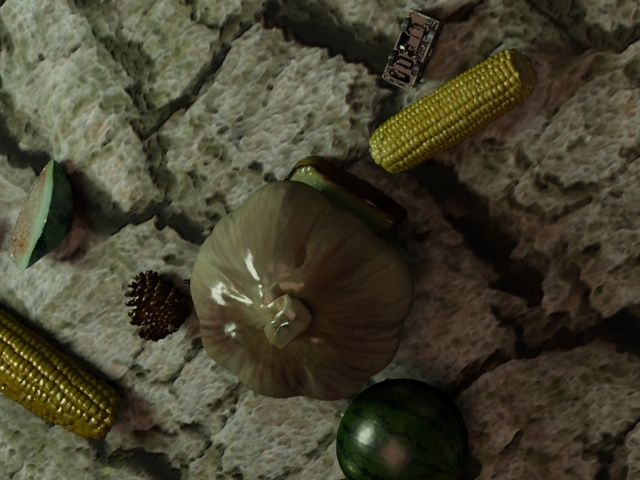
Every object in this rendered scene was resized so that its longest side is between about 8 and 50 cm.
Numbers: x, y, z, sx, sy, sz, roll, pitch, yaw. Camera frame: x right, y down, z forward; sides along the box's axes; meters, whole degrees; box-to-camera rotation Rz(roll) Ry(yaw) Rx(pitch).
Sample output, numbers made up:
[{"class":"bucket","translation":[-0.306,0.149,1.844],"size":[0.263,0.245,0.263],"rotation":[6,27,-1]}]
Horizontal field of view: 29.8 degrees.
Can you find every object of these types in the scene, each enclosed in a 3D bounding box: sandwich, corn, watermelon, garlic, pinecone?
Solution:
[{"class":"sandwich","translation":[0.000,0.000,1.767],"size":[0.186,0.065,0.215],"rotation":[31,114,9]},{"class":"corn","translation":[-0.487,0.207,1.974],"size":[0.363,0.120,0.120],"rotation":[32,114,7]},{"class":"watermelon","translation":[-0.442,-0.041,1.912],"size":[0.094,0.081,0.180],"rotation":[34,99,24]},{"class":"watermelon","translation":[0.108,0.289,1.754],"size":[0.214,0.188,0.188],"rotation":[26,114,24]},{"class":"garlic","translation":[-0.032,0.080,1.657],"size":[0.322,0.241,0.322],"rotation":[23,129,31]},{"class":"corn","translation":[0.178,-0.173,1.641],"size":[0.248,0.081,0.081],"rotation":[-30,95,25]},{"class":"pinecone","translation":[-0.256,0.098,1.875],"size":[0.102,0.102,0.109],"rotation":[-27,86,25]}]

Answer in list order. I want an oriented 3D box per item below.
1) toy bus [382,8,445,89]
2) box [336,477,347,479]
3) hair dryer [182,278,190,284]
[{"class":"toy bus","translation":[0.127,-0.262,1.643],"size":[0.052,0.058,0.102],"rotation":[26,108,11]},{"class":"box","translation":[0.122,0.412,1.871],"size":[0.193,0.030,0.121],"rotation":[-19,99,24]},{"class":"hair dryer","translation":[-0.155,0.084,1.857],"size":[0.150,0.071,0.047],"rotation":[15,108,33]}]
